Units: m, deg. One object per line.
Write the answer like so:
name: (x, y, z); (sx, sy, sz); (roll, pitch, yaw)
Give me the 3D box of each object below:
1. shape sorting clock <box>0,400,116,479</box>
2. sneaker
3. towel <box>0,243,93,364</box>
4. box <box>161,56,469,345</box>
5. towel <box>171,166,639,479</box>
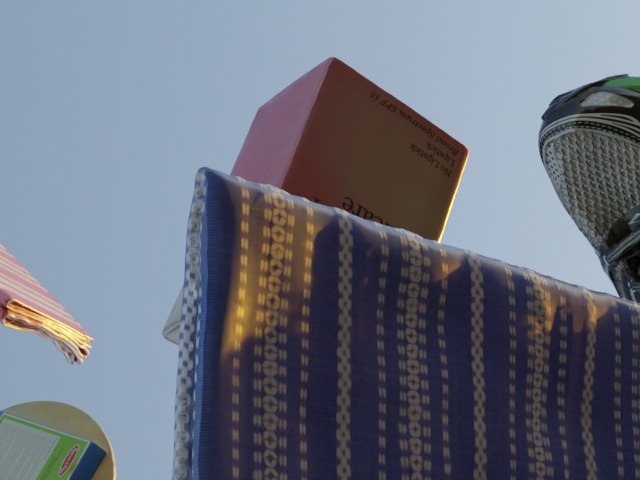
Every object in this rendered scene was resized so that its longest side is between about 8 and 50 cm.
shape sorting clock: (-0.298, 0.252, 1.482); (0.206, 0.206, 0.040); (-56, -38, -22)
sneaker: (0.241, 0.053, 0.856); (0.146, 0.134, 0.343); (-36, -94, -37)
towel: (-0.289, 0.025, 1.287); (0.029, 0.197, 0.144); (-49, -28, -1)
box: (0.000, 0.000, 1.180); (0.148, 0.127, 0.232); (32, -122, -20)
towel: (0.085, 0.122, 0.605); (0.336, 0.040, 0.243); (16, -116, -37)
